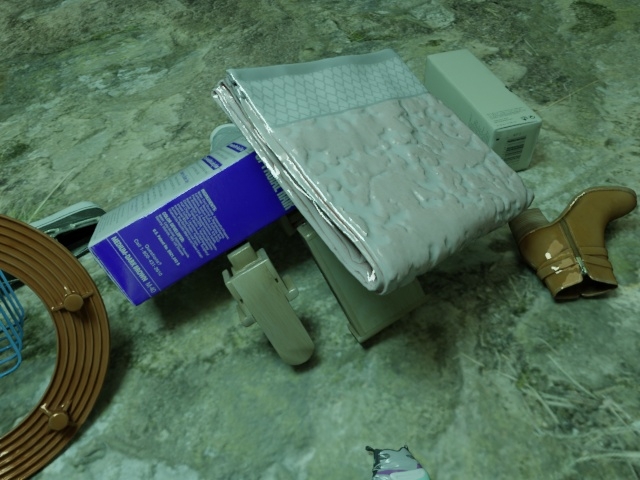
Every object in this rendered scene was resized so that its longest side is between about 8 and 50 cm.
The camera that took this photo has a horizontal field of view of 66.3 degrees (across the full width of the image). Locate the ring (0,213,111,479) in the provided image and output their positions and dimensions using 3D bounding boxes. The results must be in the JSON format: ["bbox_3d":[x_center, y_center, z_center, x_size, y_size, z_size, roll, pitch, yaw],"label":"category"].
[{"bbox_3d":[-0.406,0.128,0.526,0.337,0.336,0.032,-35,16,-24],"label":"ring"}]

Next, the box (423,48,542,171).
[{"bbox_3d":[0.291,-0.247,0.923,0.094,0.113,0.275,-13,49,-7],"label":"box"}]

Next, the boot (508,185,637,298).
[{"bbox_3d":[0.392,0.005,0.711,0.197,0.073,0.152,-17,46,6],"label":"boot"}]

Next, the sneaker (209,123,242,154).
[{"bbox_3d":[-0.102,-0.158,0.906,0.229,0.086,0.132,-6,51,14],"label":"sneaker"}]

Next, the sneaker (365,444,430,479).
[{"bbox_3d":[0.062,0.257,0.533,0.098,0.038,0.069,-16,46,-22],"label":"sneaker"}]

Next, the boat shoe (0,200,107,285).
[{"bbox_3d":[-0.434,0.012,0.775,0.070,0.077,0.219,32,56,31],"label":"boat shoe"}]

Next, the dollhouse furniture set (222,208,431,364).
[{"bbox_3d":[0.000,0.000,0.773,0.303,0.173,0.355,-31,22,-6],"label":"dollhouse furniture set"}]

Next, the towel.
[{"bbox_3d":[0.083,-0.116,0.608,0.332,0.053,0.317,-24,68,-39],"label":"towel"}]

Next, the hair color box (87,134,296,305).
[{"bbox_3d":[-0.148,-0.063,0.713,0.339,0.110,0.185,-34,23,-8],"label":"hair color box"}]

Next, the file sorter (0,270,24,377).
[{"bbox_3d":[-0.453,0.106,0.623,0.105,0.118,0.170,-26,25,-22],"label":"file sorter"}]
